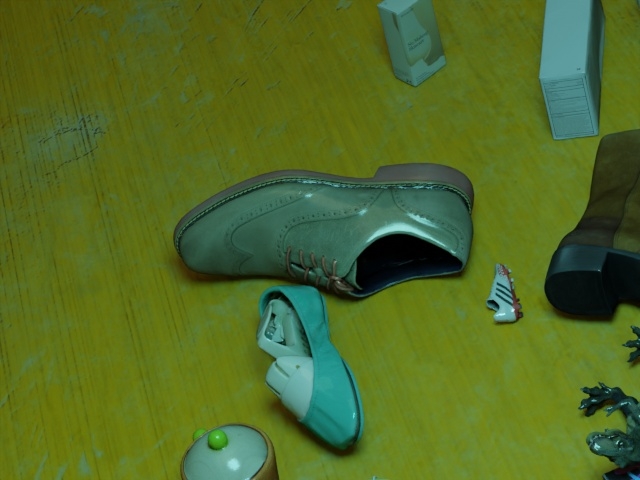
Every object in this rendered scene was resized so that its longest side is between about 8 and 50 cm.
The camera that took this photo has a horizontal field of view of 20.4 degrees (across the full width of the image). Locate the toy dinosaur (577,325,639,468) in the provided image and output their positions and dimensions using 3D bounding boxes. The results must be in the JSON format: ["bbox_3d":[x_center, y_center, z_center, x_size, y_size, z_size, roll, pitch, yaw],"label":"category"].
[{"bbox_3d":[0.331,0.145,1.752,0.268,0.064,0.118,-32,36,-31],"label":"toy dinosaur"}]

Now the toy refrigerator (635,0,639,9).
[{"bbox_3d":[0.482,-0.291,2.074,0.102,0.094,0.269,-31,11,-15],"label":"toy refrigerator"}]

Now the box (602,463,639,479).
[{"bbox_3d":[0.362,0.233,1.665,0.162,0.029,0.116,-21,39,-6],"label":"box"}]

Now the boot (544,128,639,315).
[{"bbox_3d":[0.398,-0.018,1.915,0.264,0.096,0.280,-2,35,29],"label":"boot"}]

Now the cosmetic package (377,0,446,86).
[{"bbox_3d":[0.116,-0.259,2.239,0.060,0.115,0.041,-38,44,-21],"label":"cosmetic package"}]

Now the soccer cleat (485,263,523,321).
[{"bbox_3d":[0.194,0.057,1.925,0.035,0.029,0.083,-13,45,0],"label":"soccer cleat"}]

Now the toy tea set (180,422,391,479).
[{"bbox_3d":[-0.020,0.272,1.687,0.336,0.124,0.200,4,45,24],"label":"toy tea set"}]

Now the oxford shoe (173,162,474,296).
[{"bbox_3d":[0.000,0.000,1.992,0.348,0.123,0.130,-10,46,11],"label":"oxford shoe"}]

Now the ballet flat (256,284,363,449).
[{"bbox_3d":[-0.023,0.131,1.872,0.087,0.083,0.247,9,31,-20],"label":"ballet flat"}]

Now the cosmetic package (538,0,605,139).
[{"bbox_3d":[0.306,-0.237,2.158,0.060,0.099,0.239,-4,42,15],"label":"cosmetic package"}]
